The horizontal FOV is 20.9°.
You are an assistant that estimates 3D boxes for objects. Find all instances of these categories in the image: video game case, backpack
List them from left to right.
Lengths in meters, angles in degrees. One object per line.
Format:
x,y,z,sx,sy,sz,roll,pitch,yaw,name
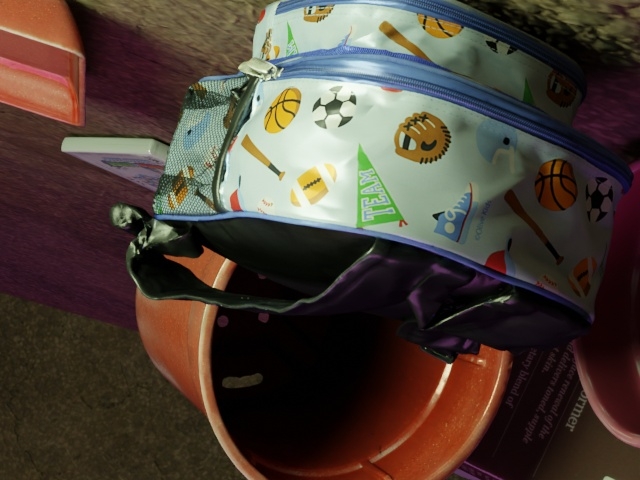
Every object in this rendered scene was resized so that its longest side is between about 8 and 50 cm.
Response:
-0.160,-0.071,1.734,0.143,0.019,0.157,24,167,-39,video game case
0.056,-0.033,1.043,0.276,0.213,0.263,15,180,-27,backpack

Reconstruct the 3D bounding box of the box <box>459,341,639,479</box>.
0.303,0.187,1.538,0.381,0.191,0.143,25,173,8,box

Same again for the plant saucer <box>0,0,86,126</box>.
-0.297,-0.170,1.331,0.259,0.048,0.258,18,170,-5,plant saucer

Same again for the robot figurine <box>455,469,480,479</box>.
0.183,0.156,1.886,0.300,0.200,0.353,-6,167,6,robot figurine

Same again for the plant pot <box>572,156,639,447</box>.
0.295,0.046,1.179,0.180,0.201,0.201,5,175,-22,plant pot

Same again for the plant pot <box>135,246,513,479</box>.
-0.021,0.065,1.458,0.272,0.272,0.265,21,178,-26,plant pot
